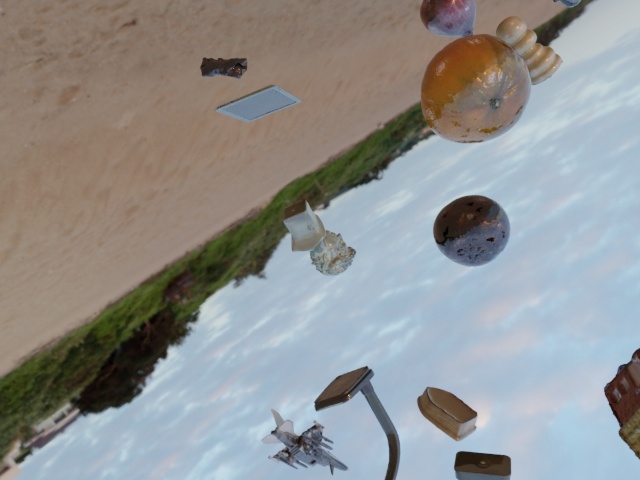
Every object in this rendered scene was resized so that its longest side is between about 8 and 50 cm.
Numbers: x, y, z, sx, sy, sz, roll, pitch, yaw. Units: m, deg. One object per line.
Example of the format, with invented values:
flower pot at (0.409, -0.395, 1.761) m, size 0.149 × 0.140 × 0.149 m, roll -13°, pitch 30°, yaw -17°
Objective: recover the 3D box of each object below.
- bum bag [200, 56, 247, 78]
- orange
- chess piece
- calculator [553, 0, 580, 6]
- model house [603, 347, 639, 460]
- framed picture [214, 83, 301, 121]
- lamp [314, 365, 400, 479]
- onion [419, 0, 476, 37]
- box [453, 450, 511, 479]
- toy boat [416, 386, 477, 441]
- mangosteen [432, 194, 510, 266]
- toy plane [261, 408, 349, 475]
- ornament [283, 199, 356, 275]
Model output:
bum bag at (-0.235, -0.419, 1.412) m, size 0.124 × 0.058 × 0.034 m, roll 7°, pitch 163°, yaw 18°
orange at (0.329, -0.311, 1.221) m, size 0.240 × 0.240 × 0.171 m, roll -33°, pitch -145°, yaw -2°
chess piece at (0.493, -0.467, 1.402) m, size 0.094 × 0.170 × 0.094 m, roll -41°, pitch -160°, yaw 18°
calculator at (0.601, -0.692, 1.384) m, size 0.040 × 0.177 × 0.268 m, roll 23°, pitch -86°, yaw 58°
model house at (0.848, 0.427, 1.438) m, size 0.254 × 0.160 × 0.196 m, roll -83°, pitch -169°, yaw -54°
framed picture at (-0.214, -0.483, 2.054) m, size 0.232 × 0.019 × 0.296 m, roll -18°, pitch 178°, yaw 15°
lamp at (0.064, 0.415, 1.178) m, size 0.124 × 0.283 × 0.203 m, roll -10°, pitch 167°, yaw -47°
onion at (0.384, -0.655, 1.691) m, size 0.159 × 0.195 × 0.159 m, roll -36°, pitch -147°, yaw 28°
box at (0.371, 0.522, 1.334) m, size 0.126 × 0.031 × 0.091 m, roll -1°, pitch -170°, yaw 17°
toy boat at (0.369, 0.500, 1.725) m, size 0.116 × 0.061 × 0.188 m, roll -9°, pitch -150°, yaw -43°
mangosteen at (0.468, -0.052, 1.807) m, size 0.235 × 0.235 × 0.261 m, roll -29°, pitch -145°, yaw 31°
toy plane at (-0.026, 0.456, 1.254) m, size 0.160 × 0.234 × 0.082 m, roll -44°, pitch -168°, yaw 23°
ornament at (-0.014, 0.007, 1.732) m, size 0.130 × 0.285 × 0.120 m, roll -32°, pitch -140°, yaw 23°
